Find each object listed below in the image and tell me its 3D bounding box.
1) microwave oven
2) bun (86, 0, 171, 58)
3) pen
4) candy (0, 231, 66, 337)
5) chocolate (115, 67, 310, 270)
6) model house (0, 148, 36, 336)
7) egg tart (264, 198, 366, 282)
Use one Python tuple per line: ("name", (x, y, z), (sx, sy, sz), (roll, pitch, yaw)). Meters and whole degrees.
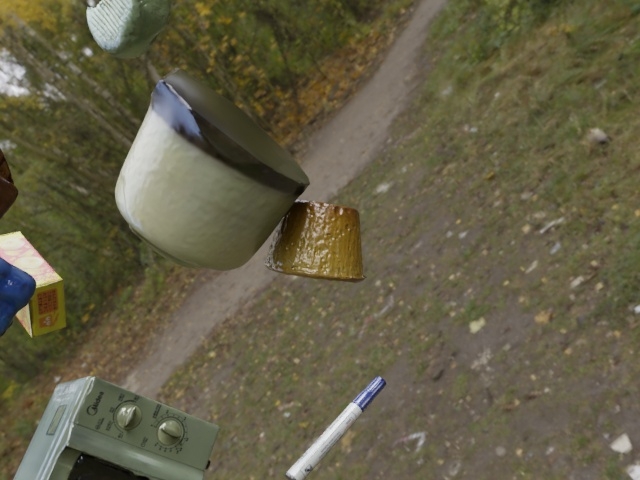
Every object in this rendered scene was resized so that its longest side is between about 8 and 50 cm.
("microwave oven", (-0.313, 0.393, 0.951), (0.286, 0.218, 0.355), (-25, 41, 58))
("bun", (-0.352, -0.454, 1.315), (0.126, 0.204, 0.212), (-11, -17, -45))
("pen", (0.026, 0.266, 0.984), (0.204, 0.025, 0.025), (-41, 11, -31))
("candy", (-0.720, 0.102, 1.700), (0.088, 0.146, 0.276), (-18, 36, -38))
("chocolate", (-0.223, -0.100, 1.249), (0.297, 0.326, 0.314), (-47, 18, 8))
("model house", (-0.335, -0.005, 0.566), (0.329, 0.251, 0.295), (-44, 25, 25))
("egg tart", (0.000, 0.000, 1.361), (0.202, 0.202, 0.147), (-167, 87, -73))
